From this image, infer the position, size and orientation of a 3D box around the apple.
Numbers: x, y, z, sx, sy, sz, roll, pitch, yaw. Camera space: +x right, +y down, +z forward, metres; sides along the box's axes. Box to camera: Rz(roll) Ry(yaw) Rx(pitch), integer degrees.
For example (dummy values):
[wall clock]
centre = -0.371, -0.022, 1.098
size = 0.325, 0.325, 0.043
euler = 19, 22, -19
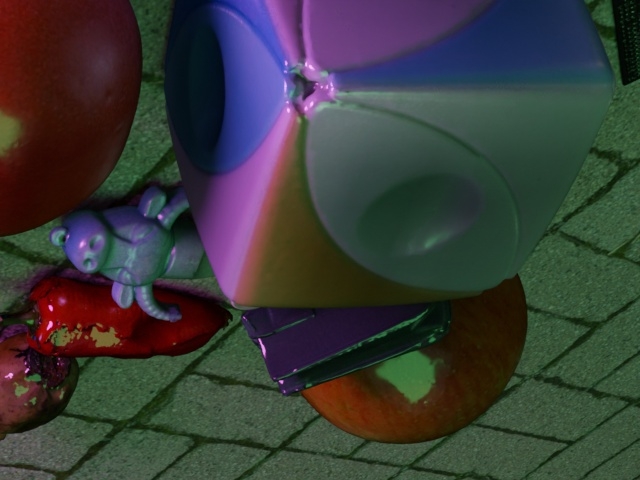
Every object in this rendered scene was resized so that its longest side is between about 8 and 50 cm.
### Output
[apple]
centre = 0.104, 0.095, 1.721
size = 0.339, 0.340, 0.339
euler = -12, 145, -9

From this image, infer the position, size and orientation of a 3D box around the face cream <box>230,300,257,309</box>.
[face cream]
centre = -0.086, -0.051, 1.471
size = 0.107, 0.269, 0.073
euler = -27, 145, 10

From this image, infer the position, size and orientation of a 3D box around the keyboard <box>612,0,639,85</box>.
[keyboard]
centre = 0.403, -0.267, 1.629
size = 0.063, 0.010, 0.198
euler = -23, 146, 4

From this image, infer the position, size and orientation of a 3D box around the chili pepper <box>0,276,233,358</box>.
[chili pepper]
centre = -0.284, 0.108, 1.752
size = 0.387, 0.110, 0.110
euler = 5, 139, -34

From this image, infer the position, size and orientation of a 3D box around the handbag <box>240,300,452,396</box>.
[handbag]
centre = 0.001, -0.001, 1.537
size = 0.238, 0.326, 0.089
euler = -22, 152, 4

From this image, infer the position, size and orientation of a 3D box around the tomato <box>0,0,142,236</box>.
[tomato]
centre = -0.317, -0.160, 1.209
size = 0.321, 0.321, 0.321
euler = -12, 145, -9

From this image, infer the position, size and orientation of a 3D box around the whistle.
[whistle]
centre = -0.221, 0.007, 1.652
size = 0.274, 0.093, 0.186
euler = 7, 112, -36

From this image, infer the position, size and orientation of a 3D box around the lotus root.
[lotus root]
centre = -0.428, 0.211, 1.808
size = 0.138, 0.138, 0.214
euler = 16, 132, -40

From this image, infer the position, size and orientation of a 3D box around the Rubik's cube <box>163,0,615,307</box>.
[Rubik's cube]
centre = 0.050, -0.158, 1.316
size = 0.352, 0.351, 0.347
euler = -1, 142, -20
